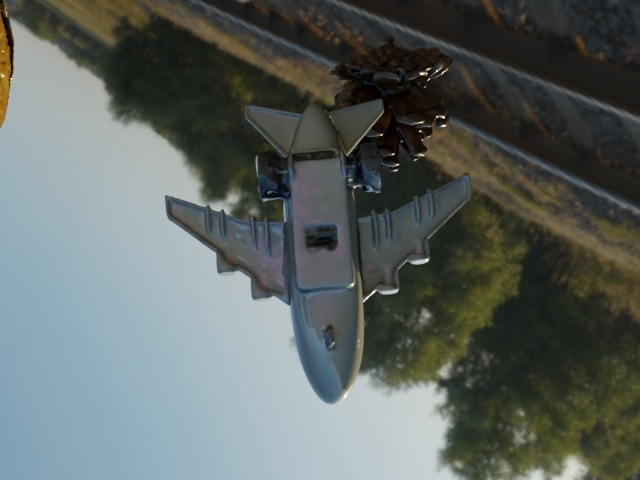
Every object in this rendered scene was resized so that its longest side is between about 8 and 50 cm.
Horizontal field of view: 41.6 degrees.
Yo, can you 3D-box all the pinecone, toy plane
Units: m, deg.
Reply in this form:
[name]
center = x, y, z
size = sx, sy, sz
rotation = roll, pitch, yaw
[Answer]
[pinecone]
center = 0.092, -0.183, 1.156
size = 0.179, 0.195, 0.150
rotation = -15, -121, -31
[toy plane]
center = 0.000, -0.002, 0.658
size = 0.251, 0.255, 0.101
rotation = -4, 158, 0

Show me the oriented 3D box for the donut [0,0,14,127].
[donut]
center = -0.423, -0.184, 0.792
size = 0.150, 0.299, 0.317
rotation = 5, -144, 10
